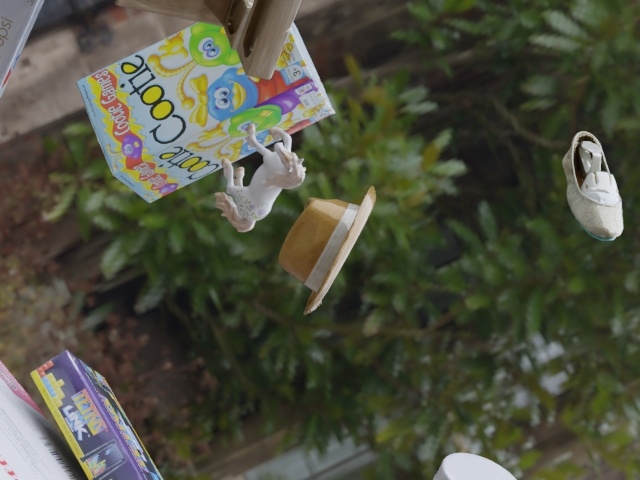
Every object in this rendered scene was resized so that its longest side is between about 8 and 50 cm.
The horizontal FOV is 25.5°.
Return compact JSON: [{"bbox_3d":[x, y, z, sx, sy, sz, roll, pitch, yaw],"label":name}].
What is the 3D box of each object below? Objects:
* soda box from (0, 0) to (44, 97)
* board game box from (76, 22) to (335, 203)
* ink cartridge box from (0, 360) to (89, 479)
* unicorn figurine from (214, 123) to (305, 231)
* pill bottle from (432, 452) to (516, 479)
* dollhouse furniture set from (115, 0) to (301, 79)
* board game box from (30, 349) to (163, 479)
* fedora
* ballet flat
[{"bbox_3d":[-0.429,-0.267,1.874,0.216,0.069,0.074,-57,-169,33],"label":"soda box"},{"bbox_3d":[-0.144,-0.182,1.811,0.142,0.275,0.144,67,6,17],"label":"board game box"},{"bbox_3d":[-0.333,0.205,1.322,0.207,0.117,0.283,50,0,8],"label":"ink cartridge box"},{"bbox_3d":[-0.058,-0.073,1.516,0.111,0.060,0.162,62,-37,39],"label":"unicorn figurine"},{"bbox_3d":[0.120,0.319,1.387,0.117,0.117,0.215,54,-51,54],"label":"pill bottle"},{"bbox_3d":[-0.105,-0.237,1.331,0.151,0.123,0.144,-111,-143,-49],"label":"dollhouse furniture set"},{"bbox_3d":[-0.215,0.204,1.425,0.170,0.048,0.141,57,-5,17],"label":"board game box"},{"bbox_3d":[0.000,0.000,1.796,0.079,0.194,0.194,28,-10,0],"label":"fedora"},{"bbox_3d":[0.296,-0.065,1.551,0.168,0.057,0.052,-98,-165,-55],"label":"ballet flat"}]
